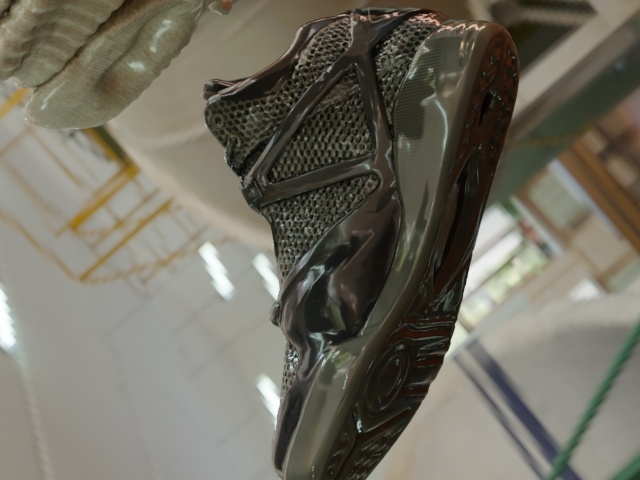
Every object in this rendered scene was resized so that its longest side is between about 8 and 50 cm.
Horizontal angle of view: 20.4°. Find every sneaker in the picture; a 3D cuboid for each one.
[{"bbox_3d":[0.000,0.000,0.815,0.130,0.227,0.087,16,-175,28],"label":"sneaker"}]

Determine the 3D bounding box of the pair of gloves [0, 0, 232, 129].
[{"bbox_3d":[-0.033,-0.133,0.683,0.042,0.240,0.204,44,-178,2],"label":"pair of gloves"}]
